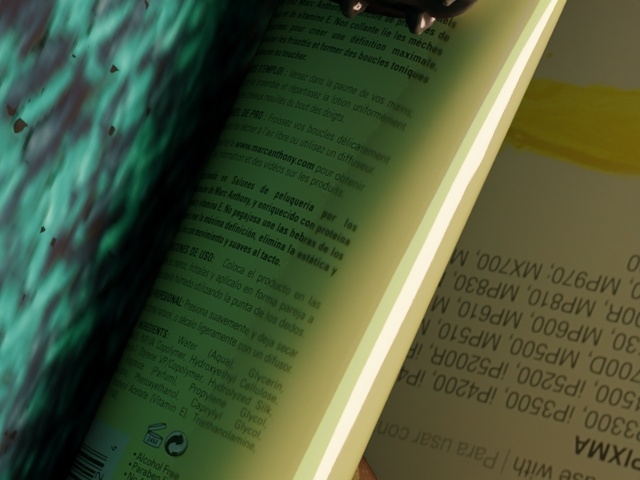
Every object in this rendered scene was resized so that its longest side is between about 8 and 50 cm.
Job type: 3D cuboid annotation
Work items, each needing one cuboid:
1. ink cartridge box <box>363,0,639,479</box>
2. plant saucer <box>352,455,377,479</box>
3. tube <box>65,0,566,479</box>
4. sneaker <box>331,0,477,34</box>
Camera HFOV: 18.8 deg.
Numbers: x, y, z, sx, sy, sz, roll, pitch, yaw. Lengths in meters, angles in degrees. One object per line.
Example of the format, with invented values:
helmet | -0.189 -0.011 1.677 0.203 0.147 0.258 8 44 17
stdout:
ink cartridge box | 0.165 -0.004 0.697 0.279 0.160 0.384 40 68 -46
plant saucer | -0.020 0.129 0.495 0.168 0.029 0.168 -60 -168 22
tube | 0.000 0.000 0.454 0.062 0.070 0.240 77 35 -83
sneaker | 0.008 -0.122 0.331 0.234 0.078 0.106 62 46 -76
